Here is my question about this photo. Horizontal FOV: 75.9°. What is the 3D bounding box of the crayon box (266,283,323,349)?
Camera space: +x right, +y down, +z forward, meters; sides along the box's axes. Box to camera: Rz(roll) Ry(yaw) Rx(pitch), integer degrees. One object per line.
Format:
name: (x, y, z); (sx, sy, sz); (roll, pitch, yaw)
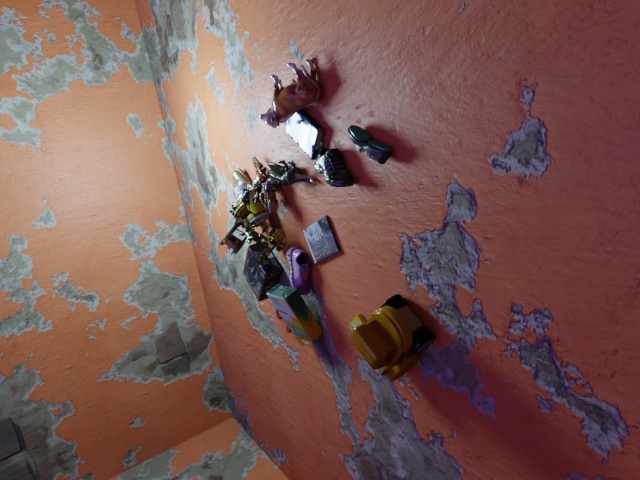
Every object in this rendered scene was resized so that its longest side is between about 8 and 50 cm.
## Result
crayon box: (-0.118, 0.374, 2.035); (0.203, 0.083, 0.323); (4, 128, 56)

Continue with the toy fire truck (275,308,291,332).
toy fire truck: (-0.198, 0.401, 2.270); (0.135, 0.047, 0.192); (13, 114, 54)

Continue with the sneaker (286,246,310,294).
sneaker: (-0.088, 0.145, 1.949); (0.104, 0.095, 0.236); (-8, 96, 50)

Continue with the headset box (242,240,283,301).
headset box: (-0.333, 0.185, 2.318); (0.218, 0.110, 0.293); (53, 143, 28)

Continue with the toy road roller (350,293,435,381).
toy road roller: (0.212, 0.362, 1.434); (0.202, 0.240, 0.330); (53, 143, 30)

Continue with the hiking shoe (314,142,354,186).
hiking shoe: (0.049, -0.282, 1.538); (0.227, 0.086, 0.114); (43, 141, 40)

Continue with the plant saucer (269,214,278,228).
plant saucer: (-0.241, -0.097, 2.139); (0.083, 0.013, 0.084); (30, 128, 49)

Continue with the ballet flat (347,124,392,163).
ballet flat: (0.156, -0.316, 1.377); (0.203, 0.074, 0.074); (44, 138, 35)

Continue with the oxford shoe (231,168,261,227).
oxford shoe: (-0.433, -0.233, 2.262); (0.123, 0.130, 0.348); (-36, 74, 57)

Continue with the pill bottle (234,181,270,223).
pill bottle: (-0.361, -0.196, 2.159); (0.208, 0.119, 0.119); (59, 146, 9)

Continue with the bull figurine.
bull figurine: (-0.124, -0.572, 1.617); (0.310, 0.101, 0.188); (-13, 93, 37)

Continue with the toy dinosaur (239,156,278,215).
toy dinosaur: (-0.280, -0.264, 2.027); (0.218, 0.164, 0.322); (-42, 39, 48)

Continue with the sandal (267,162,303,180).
sandal: (-0.155, -0.314, 1.875); (0.219, 0.060, 0.090); (8, 118, 40)

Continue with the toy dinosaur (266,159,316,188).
toy dinosaur: (-0.132, -0.289, 1.784); (0.268, 0.064, 0.118); (1, 117, 37)

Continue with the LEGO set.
LEGO set: (-0.354, -0.001, 2.048); (0.331, 0.192, 0.255); (38, 149, -7)

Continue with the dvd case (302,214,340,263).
dvd case: (0.000, 0.000, 1.808); (0.221, 0.018, 0.165); (-31, 78, 58)

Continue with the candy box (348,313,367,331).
candy box: (0.193, 0.413, 1.690); (0.206, 0.027, 0.105); (57, 141, 24)

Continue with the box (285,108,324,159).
box: (-0.068, -0.451, 1.687); (0.225, 0.036, 0.136); (51, 141, 32)
